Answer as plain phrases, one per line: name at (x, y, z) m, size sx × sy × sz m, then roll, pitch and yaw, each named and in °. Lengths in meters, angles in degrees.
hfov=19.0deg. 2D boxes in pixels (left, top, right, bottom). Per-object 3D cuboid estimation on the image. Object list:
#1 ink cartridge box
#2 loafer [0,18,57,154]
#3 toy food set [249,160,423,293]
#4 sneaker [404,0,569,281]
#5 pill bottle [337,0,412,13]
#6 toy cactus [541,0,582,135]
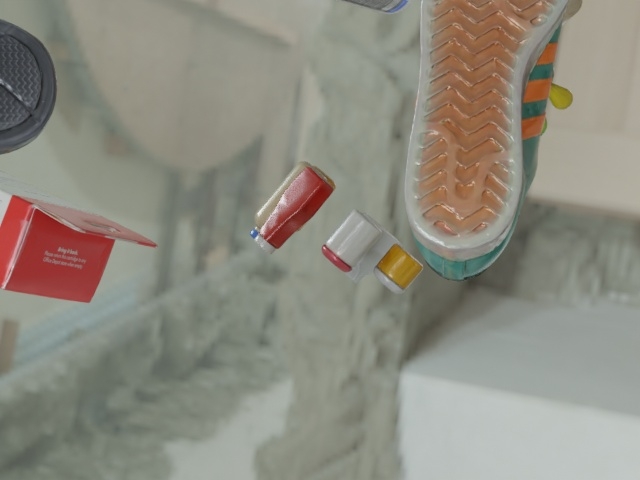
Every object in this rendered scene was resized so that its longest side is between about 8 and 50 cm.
ink cartridge box at (-0.269, -0.011, 1.619) m, size 0.134 × 0.231 × 0.078 m, roll 14°, pitch -81°, yaw -63°
loafer at (-0.305, -0.092, 1.086) m, size 0.095 × 0.302 × 0.109 m, roll 144°, pitch 133°, yaw -71°
toy food set at (0.000, 0.000, 1.998) m, size 0.104 × 0.232 × 0.111 m, roll -49°, pitch -47°, yaw 4°
sneaker at (0.117, -0.114, 1.405) m, size 0.121 × 0.108 × 0.302 m, roll 86°, pitch -162°, yaw -70°
pill bottle at (0.032, -0.279, 1.944) m, size 0.137 × 0.078 × 0.078 m, roll 8°, pitch -88°, yaw -47°
toy cactus at (0.193, -0.202, 1.778) m, size 0.180 × 0.112 × 0.219 m, roll 165°, pitch 101°, yaw -67°
